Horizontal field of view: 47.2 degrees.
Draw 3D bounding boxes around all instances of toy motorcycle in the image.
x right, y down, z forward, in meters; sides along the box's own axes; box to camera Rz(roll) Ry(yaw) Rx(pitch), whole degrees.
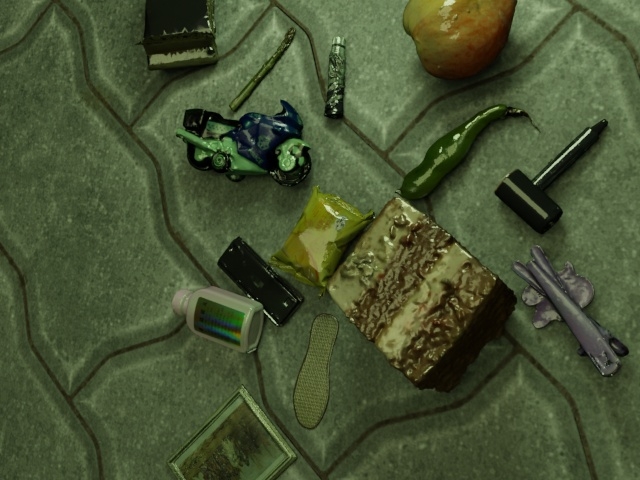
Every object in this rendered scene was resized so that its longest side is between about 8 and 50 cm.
[{"bbox_3d":[-0.165,-0.235,1.693,0.331,0.125,0.196,12,84,21],"label":"toy motorcycle"}]

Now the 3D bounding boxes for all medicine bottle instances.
[{"bbox_3d":[-0.237,0.169,1.671,0.219,0.078,0.115,17,107,25],"label":"medicine bottle"}]

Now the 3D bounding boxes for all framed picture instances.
[{"bbox_3d":[-0.206,0.492,1.643,0.274,0.017,0.217,-47,68,9],"label":"framed picture"}]

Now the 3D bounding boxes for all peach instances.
[{"bbox_3d":[0.288,-0.446,1.487,0.232,0.232,0.232,-4,80,22],"label":"peach"}]

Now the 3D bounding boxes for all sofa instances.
[{"bbox_3d":[-0.346,-0.559,1.817,0.200,0.182,0.258,-7,79,4],"label":"sofa"}]

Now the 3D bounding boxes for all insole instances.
[{"bbox_3d":[-0.011,0.284,1.601,0.086,0.005,0.253,9,85,23],"label":"insole"}]

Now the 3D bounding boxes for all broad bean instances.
[{"bbox_3d":[0.288,-0.186,1.525,0.318,0.056,0.098,-31,71,13],"label":"broad bean"}]

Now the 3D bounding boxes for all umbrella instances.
[{"bbox_3d":[0.038,-0.371,1.663,0.046,0.050,0.188,5,83,2],"label":"umbrella"}]

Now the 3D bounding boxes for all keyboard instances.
[{"bbox_3d":[-0.140,0.091,1.675,0.230,0.025,0.094,43,101,23],"label":"keyboard"}]

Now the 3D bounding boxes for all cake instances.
[{"bbox_3d":[0.192,0.105,1.396,0.290,0.282,0.256,40,95,25],"label":"cake"}]

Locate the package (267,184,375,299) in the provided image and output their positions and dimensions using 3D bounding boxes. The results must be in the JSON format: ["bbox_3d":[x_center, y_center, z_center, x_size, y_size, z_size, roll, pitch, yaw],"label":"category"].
[{"bbox_3d":[0.000,0.000,1.595,0.168,0.090,0.226,30,91,22],"label":"package"}]

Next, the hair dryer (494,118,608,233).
[{"bbox_3d":[0.479,-0.137,1.437,0.255,0.070,0.128,-43,69,6],"label":"hair dryer"}]

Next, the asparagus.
[{"bbox_3d":[-0.137,-0.410,1.756,0.248,0.025,0.024,-50,25,9],"label":"asparagus"}]

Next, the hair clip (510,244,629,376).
[{"bbox_3d":[0.470,0.141,1.386,0.137,0.090,0.278,-44,60,24],"label":"hair clip"}]
